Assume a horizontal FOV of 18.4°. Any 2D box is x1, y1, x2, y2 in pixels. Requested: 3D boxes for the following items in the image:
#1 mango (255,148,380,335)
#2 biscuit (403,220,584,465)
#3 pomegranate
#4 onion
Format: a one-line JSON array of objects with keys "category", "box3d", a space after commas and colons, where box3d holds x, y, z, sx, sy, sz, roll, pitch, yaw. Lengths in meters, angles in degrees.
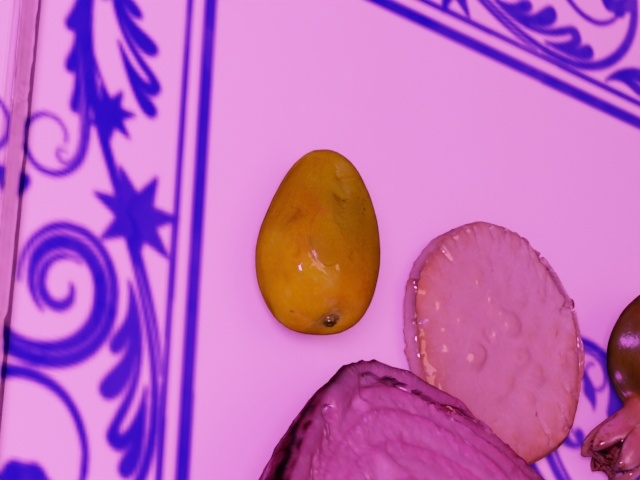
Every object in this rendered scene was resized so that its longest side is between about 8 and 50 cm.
[{"category": "mango", "box3d": [0.000, 0.000, 1.043, 0.073, 0.056, 0.108, 33, 52, -38]}, {"category": "biscuit", "box3d": [0.103, 0.060, 1.148, 0.152, 0.020, 0.152, 17, 64, -39]}, {"category": "pomegranate", "box3d": [0.213, 0.089, 1.193, 0.142, 0.114, 0.114, -42, 108, -17]}, {"category": "onion", "box3d": [0.048, 0.190, 0.999, 0.250, 0.111, 0.247, 40, 28, -14]}]
